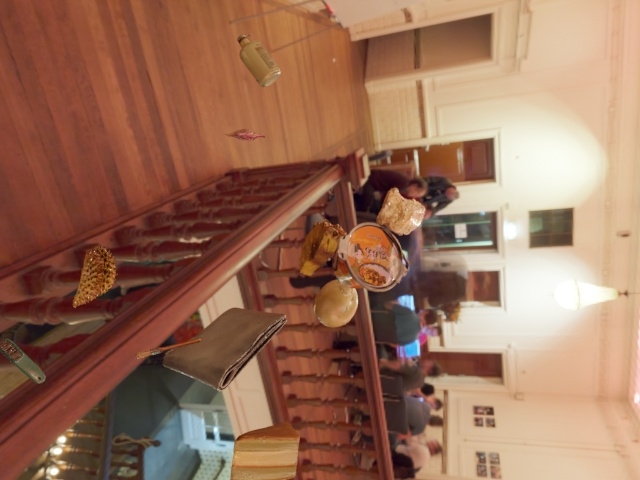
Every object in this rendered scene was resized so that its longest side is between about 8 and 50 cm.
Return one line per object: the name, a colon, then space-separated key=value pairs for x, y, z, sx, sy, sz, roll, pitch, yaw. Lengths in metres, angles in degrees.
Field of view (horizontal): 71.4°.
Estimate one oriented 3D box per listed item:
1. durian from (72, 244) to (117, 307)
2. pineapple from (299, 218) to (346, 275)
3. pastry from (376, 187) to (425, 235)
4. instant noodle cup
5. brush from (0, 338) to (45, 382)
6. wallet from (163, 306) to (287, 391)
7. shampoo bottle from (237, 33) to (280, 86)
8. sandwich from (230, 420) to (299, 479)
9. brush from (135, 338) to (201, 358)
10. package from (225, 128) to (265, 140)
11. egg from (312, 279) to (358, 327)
durian: x=-0.877 y=0.141 z=1.691 sx=0.144 sy=0.139 sz=0.252 roll=5 pitch=93 yaw=-67
pineapple: x=0.001 y=0.001 z=1.391 sx=0.233 sy=0.079 sz=0.135 roll=-48 pitch=-156 yaw=44
pastry: x=0.236 y=-0.077 z=1.277 sx=0.121 sy=0.089 sz=0.258 roll=-67 pitch=160 yaw=4
instant noodle cup: x=0.109 y=0.053 z=1.158 sx=0.208 sy=0.125 sz=0.177 roll=32 pitch=63 yaw=-16
brush: x=-0.987 y=0.398 z=1.471 sx=0.193 sy=0.032 sz=0.043 roll=46 pitch=59 yaw=-2
wallet: x=-0.271 y=0.288 z=1.276 sx=0.290 sy=0.251 sz=0.054 roll=-43 pitch=126 yaw=-42
shampoo bottle: x=-0.196 y=-0.554 z=1.356 sx=0.162 sy=0.079 sz=0.079 roll=53 pitch=23 yaw=-3
sandwich: x=-0.157 y=0.559 z=1.188 sx=0.144 sy=0.187 sz=0.117 roll=165 pitch=-67 yaw=-66
brush: x=-0.404 y=0.287 z=1.191 sx=0.043 sy=0.170 sz=0.014 roll=125 pitch=-49 yaw=-65
package: x=-0.183 y=-0.255 z=1.075 sx=0.083 sy=0.059 sz=0.029 roll=-10 pitch=110 yaw=-38
egg: x=0.058 y=0.233 z=1.670 sx=0.201 sy=0.164 sz=0.164 roll=-55 pitch=140 yaw=-41
